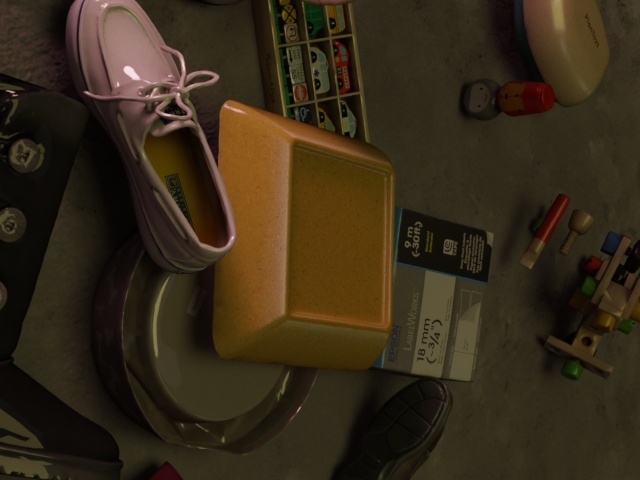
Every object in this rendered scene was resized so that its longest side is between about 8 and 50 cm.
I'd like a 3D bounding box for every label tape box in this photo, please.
[{"bbox_3d":[0.107,0.078,2.091,0.333,0.106,0.241,13,82,-44],"label":"label tape box"}]

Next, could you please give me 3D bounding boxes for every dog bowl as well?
[{"bbox_3d":[-0.149,0.110,1.845,0.348,0.102,0.349,-1,92,-45],"label":"dog bowl"}]

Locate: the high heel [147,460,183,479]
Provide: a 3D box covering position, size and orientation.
[{"bbox_3d":[-0.313,0.395,1.726,0.377,0.127,0.181,-5,67,-40],"label":"high heel"}]

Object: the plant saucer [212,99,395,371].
[{"bbox_3d":[0.000,0.000,1.858,0.333,0.081,0.333,11,76,-51],"label":"plant saucer"}]

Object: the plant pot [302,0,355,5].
[{"bbox_3d":[0.072,-0.510,1.827,0.305,0.333,0.334,-34,115,-45],"label":"plant pot"}]

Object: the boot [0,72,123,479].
[{"bbox_3d":[-0.348,0.047,1.634,0.367,0.146,0.445,20,74,-45],"label":"boot"}]

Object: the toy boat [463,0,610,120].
[{"bbox_3d":[0.354,-0.310,2.308,0.318,0.148,0.267,-55,132,-37],"label":"toy boat"}]

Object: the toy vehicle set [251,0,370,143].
[{"bbox_3d":[-0.012,-0.243,2.007,0.166,0.035,0.267,-17,104,-42],"label":"toy vehicle set"}]

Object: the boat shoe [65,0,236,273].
[{"bbox_3d":[-0.188,-0.143,1.663,0.135,0.156,0.367,-17,89,-34],"label":"boat shoe"}]

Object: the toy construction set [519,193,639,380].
[{"bbox_3d":[0.452,0.102,2.379,0.309,0.257,0.237,36,79,-18],"label":"toy construction set"}]

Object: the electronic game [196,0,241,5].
[{"bbox_3d":[-0.144,-0.427,1.859,0.229,0.048,0.229,2,87,-36],"label":"electronic game"}]

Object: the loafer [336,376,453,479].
[{"bbox_3d":[0.108,0.321,2.093,0.267,0.096,0.084,-52,146,-1],"label":"loafer"}]
